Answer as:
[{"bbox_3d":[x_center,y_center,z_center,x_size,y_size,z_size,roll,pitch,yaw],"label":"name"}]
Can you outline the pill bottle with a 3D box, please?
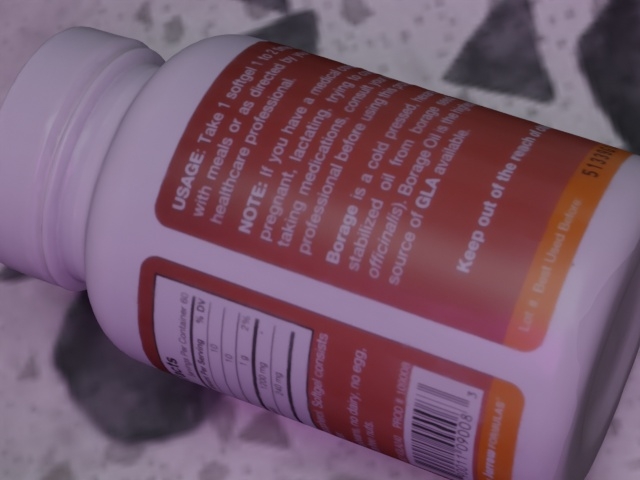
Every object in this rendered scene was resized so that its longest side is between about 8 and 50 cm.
[{"bbox_3d":[0.000,0.000,0.602,0.216,0.121,0.121,20,75,17],"label":"pill bottle"}]
